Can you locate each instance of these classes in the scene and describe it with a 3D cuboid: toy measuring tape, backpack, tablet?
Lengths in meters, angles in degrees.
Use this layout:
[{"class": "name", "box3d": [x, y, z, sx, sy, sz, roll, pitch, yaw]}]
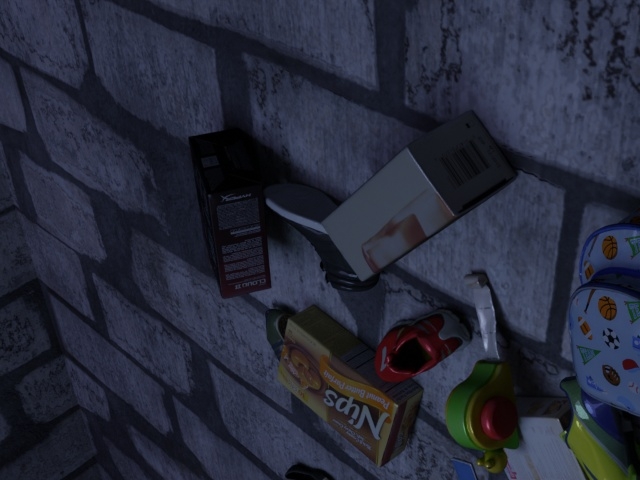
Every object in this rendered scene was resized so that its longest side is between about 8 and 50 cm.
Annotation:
[{"class": "toy measuring tape", "box3d": [0.251, 0.225, 1.469, 0.121, 0.121, 0.330, -5, 97, 54]}, {"class": "backpack", "box3d": [0.433, 0.088, 1.115, 0.276, 0.213, 0.264, 10, 114, 53]}, {"class": "tablet", "box3d": [0.294, 0.475, 1.799, 0.054, 0.006, 0.083, 3, 120, 52]}]

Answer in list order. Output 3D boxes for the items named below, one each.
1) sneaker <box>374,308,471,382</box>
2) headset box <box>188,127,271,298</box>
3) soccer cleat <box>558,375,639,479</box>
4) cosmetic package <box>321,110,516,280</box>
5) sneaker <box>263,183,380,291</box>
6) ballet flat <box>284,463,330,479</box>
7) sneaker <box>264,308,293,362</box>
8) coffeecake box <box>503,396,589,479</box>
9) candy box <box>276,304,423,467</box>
[{"class": "sneaker", "box3d": [0.156, 0.205, 1.647, 0.107, 0.118, 0.279, 54, 147, 7]}, {"class": "headset box", "box3d": [-0.181, -0.044, 1.818, 0.218, 0.110, 0.293, -116, 18, -50]}, {"class": "soccer cleat", "box3d": [0.436, 0.332, 1.393, 0.121, 0.093, 0.289, -1, 111, 33]}, {"class": "cosmetic package", "box3d": [0.145, -0.062, 1.406, 0.129, 0.153, 0.296, 56, 149, 4]}, {"class": "sneaker", "box3d": [0.000, 0.000, 1.692, 0.295, 0.104, 0.147, 28, 133, 31]}, {"class": "ballet flat", "box3d": [-0.025, 0.617, 2.305, 0.173, 0.049, 0.058, 1, 119, 53]}, {"class": "sneaker", "box3d": [-0.081, 0.236, 2.050, 0.086, 0.064, 0.192, 25, 136, 51]}, {"class": "coffeecake box", "box3d": [0.377, 0.341, 1.514, 0.185, 0.068, 0.142, -14, 105, 56]}, {"class": "candy box", "box3d": [0.053, 0.300, 1.873, 0.316, 0.087, 0.183, 35, 132, 30]}]
